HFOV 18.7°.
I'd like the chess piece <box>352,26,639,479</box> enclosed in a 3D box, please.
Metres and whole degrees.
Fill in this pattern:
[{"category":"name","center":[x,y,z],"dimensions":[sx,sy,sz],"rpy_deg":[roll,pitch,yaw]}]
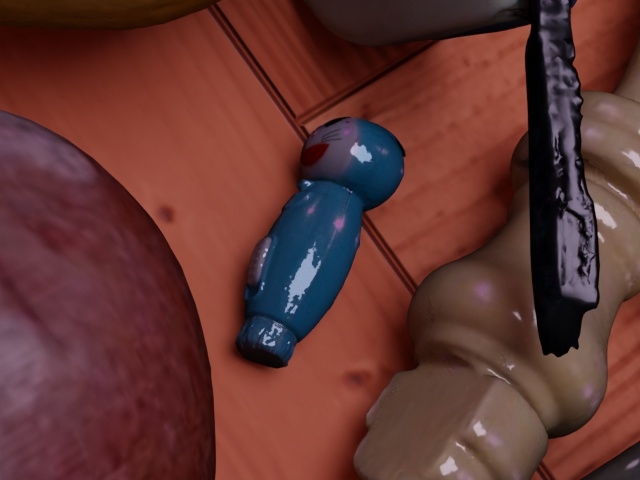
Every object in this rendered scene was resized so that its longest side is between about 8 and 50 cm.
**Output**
[{"category":"chess piece","center":[0.139,-0.024,0.929],"dimensions":[0.117,0.117,0.397],"rpy_deg":[40,62,-5]}]

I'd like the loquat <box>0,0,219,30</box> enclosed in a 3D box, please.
[{"category":"loquat","center":[-0.113,-0.216,0.814],"dimensions":[0.275,0.275,0.275],"rpy_deg":[8,68,-20]}]

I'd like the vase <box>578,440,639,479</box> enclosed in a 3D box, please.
[{"category":"vase","center":[0.205,0.212,0.807],"dimensions":[0.245,0.245,0.291],"rpy_deg":[-25,77,-28]}]

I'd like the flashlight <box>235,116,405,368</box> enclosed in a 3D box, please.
[{"category":"flashlight","center":[0.000,0.000,0.896],"dimensions":[0.051,0.051,0.129],"rpy_deg":[28,66,-11]}]

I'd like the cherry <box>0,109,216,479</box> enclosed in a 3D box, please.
[{"category":"cherry","center":[-0.157,0.069,0.714],"dimensions":[0.261,0.221,0.307],"rpy_deg":[39,43,-8]}]

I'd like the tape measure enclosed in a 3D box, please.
[{"category":"tape measure","center":[0.060,-0.126,0.891],"dimensions":[0.098,0.215,0.351],"rpy_deg":[-8,92,-24]}]
